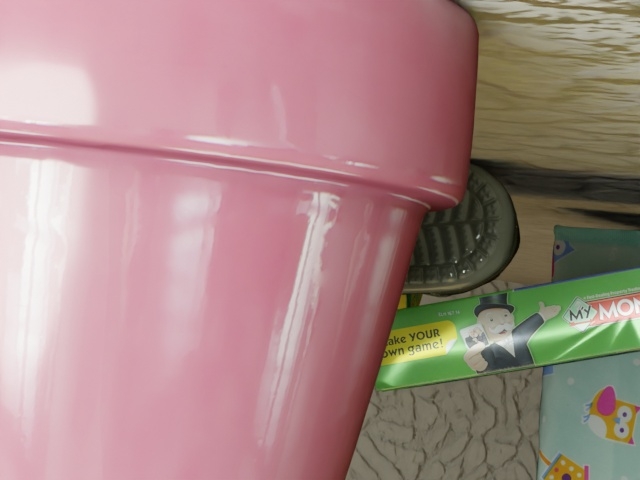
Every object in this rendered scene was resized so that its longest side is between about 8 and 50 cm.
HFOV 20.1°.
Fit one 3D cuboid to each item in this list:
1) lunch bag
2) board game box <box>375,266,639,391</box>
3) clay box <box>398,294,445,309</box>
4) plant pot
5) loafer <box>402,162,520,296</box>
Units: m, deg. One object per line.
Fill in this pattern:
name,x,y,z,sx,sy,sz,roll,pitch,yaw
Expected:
lunch bag,0.264,0.104,1.318,0.160,0.223,0.262,5,178,27
board game box,0.202,0.038,1.030,0.317,0.046,0.213,-10,174,13
clay box,-0.004,0.017,1.323,0.222,0.053,0.127,7,-149,11
plant pot,-0.062,0.018,0.504,0.201,0.180,0.201,6,177,0
loafer,0.000,0.000,1.012,0.251,0.094,0.087,5,173,28
